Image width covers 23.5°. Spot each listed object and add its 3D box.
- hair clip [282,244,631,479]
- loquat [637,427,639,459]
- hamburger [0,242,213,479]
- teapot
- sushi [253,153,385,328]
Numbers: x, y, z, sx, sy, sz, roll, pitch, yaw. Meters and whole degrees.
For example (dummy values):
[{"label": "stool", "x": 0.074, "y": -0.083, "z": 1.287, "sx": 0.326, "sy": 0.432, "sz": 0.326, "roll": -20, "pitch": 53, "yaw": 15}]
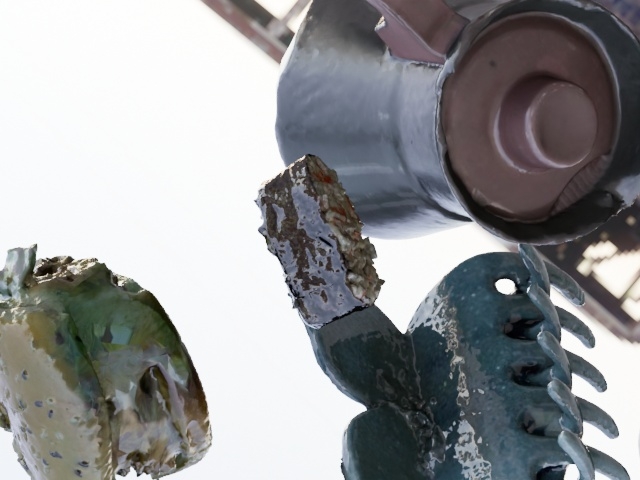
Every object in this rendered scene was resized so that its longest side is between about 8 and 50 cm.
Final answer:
[{"label": "hair clip", "x": 0.171, "y": 0.170, "z": 1.648, "sx": 0.392, "sy": 0.238, "sz": 0.318, "roll": 45, "pitch": -152, "yaw": -43}, {"label": "loquat", "x": 0.513, "y": 0.253, "z": 1.935, "sx": 0.193, "sy": 0.238, "sz": 0.238, "roll": 50, "pitch": -176, "yaw": -35}, {"label": "hamburger", "x": -0.209, "y": 0.132, "z": 1.412, "sx": 0.192, "sy": 0.167, "sz": 0.288, "roll": 5, "pitch": 121, "yaw": 62}, {"label": "teapot", "x": 0.118, "y": -0.155, "z": 1.523, "sx": 0.376, "sy": 0.305, "sz": 0.362, "roll": 41, "pitch": 169, "yaw": -27}, {"label": "sushi", "x": 0.000, "y": 0.000, "z": 1.400, "sx": 0.090, "sy": 0.078, "sz": 0.150, "roll": 12, "pitch": -126, "yaw": -66}]
